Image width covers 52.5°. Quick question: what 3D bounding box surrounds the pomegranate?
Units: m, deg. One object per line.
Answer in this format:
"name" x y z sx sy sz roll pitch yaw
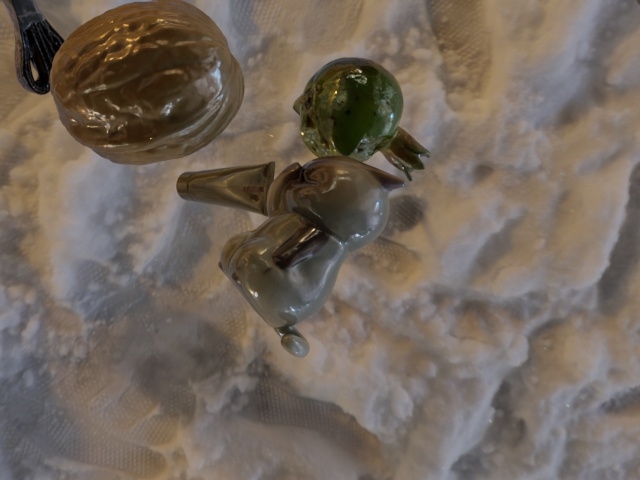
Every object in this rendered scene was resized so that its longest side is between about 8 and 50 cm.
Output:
"pomegranate" 0.098 -0.246 1.360 0.301 0.236 0.236 25 96 -17

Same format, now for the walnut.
"walnut" -0.237 -0.210 0.889 0.260 0.225 0.225 -15 104 6

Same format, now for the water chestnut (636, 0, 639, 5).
"water chestnut" 0.416 -0.339 0.663 0.223 0.224 0.238 -36 75 -1

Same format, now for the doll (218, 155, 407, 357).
"doll" -0.030 -0.002 1.183 0.226 0.215 0.371 34 83 -11

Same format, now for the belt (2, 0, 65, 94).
"belt" -0.596 -0.465 1.295 0.126 0.094 0.360 -30 119 -26

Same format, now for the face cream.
"face cream" -0.244 -0.139 1.704 0.084 0.341 0.138 5 91 -49

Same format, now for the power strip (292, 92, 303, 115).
"power strip" 0.058 -0.296 1.633 0.139 0.140 0.224 -44 144 7
